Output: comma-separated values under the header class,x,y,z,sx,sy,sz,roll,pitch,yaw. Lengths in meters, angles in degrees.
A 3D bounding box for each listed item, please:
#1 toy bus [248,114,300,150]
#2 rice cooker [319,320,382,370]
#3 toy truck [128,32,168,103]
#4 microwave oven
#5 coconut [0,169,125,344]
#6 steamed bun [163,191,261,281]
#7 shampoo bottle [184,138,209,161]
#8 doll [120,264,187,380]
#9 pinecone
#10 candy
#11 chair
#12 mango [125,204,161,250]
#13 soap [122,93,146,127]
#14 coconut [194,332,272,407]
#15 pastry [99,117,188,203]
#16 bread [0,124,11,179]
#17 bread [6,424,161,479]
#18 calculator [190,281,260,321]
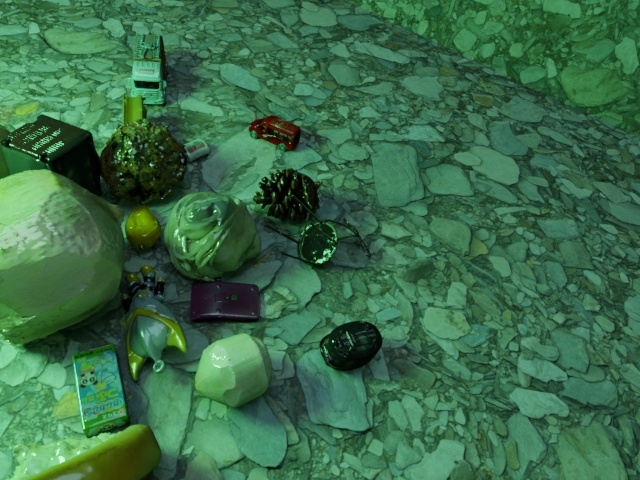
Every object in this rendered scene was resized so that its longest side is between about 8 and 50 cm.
class,x,y,z,sx,sy,sz,roll,pitch,yaw
toy bus,-0.174,-0.413,1.880,0.195,0.089,0.081,25,48,10
rice cooker,0.082,0.277,1.323,0.165,0.106,0.112,-8,54,-33
toy truck,-0.666,-0.671,1.945,0.137,0.162,0.305,-1,50,-14
microwave oven,-0.749,-0.197,1.417,0.188,0.247,0.178,23,44,9
coconut,-0.650,0.017,1.206,0.405,0.404,0.404,6,48,-7
steamed bun,-0.319,-0.044,1.446,0.268,0.207,0.280,-18,53,-26
shampoo bottle,-0.443,-0.322,1.769,0.072,0.043,0.099,41,53,22
doll,-0.434,0.198,1.279,0.146,0.103,0.316,-13,48,-18
pinecone,-0.107,-0.147,1.606,0.213,0.185,0.168,8,69,19
candy,-0.508,0.343,1.159,0.097,0.062,0.194,-12,54,-23
chair,0.000,0.000,1.532,0.326,0.170,0.159,29,21,-51
mango,-0.529,-0.039,1.489,0.101,0.066,0.187,-15,49,-15
soap,-0.637,-0.386,1.721,0.076,0.135,0.233,-3,49,-15
coconut,-0.214,0.310,1.191,0.183,0.170,0.170,-15,54,-27
pastry,-0.540,-0.243,1.538,0.275,0.193,0.274,3,82,-25
bread,-1.013,-0.219,1.432,0.321,0.237,0.320,-1,59,1
bread,-0.501,0.509,0.934,0.424,0.329,0.245,-20,97,-28
calculator,-0.263,0.167,1.389,0.191,0.034,0.126,2,47,-13
